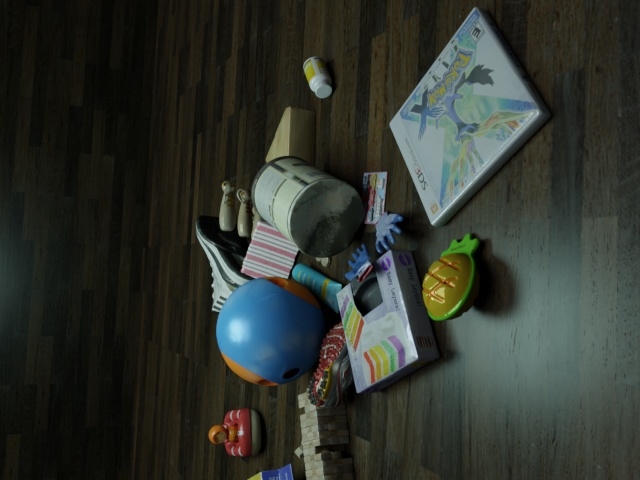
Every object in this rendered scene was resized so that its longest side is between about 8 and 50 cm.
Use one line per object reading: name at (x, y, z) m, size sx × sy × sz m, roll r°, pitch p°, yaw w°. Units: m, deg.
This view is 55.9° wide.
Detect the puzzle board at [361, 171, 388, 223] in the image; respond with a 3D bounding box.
puzzle board at (0.128, -0.104, 1.478) m, size 0.096 × 0.011 × 0.128 m, roll 7°, pitch 93°, yaw 60°

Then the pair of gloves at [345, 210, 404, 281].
pair of gloves at (0.121, 0.017, 1.370) m, size 0.198 × 0.023 × 0.159 m, roll -55°, pitch 13°, yaw 11°

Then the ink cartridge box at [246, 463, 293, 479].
ink cartridge box at (-0.146, 0.805, 1.663) m, size 0.307 × 0.072 × 0.303 m, roll 128°, pitch 139°, yaw -50°

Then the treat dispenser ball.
treat dispenser ball at (-0.130, 0.238, 1.601) m, size 0.288 × 0.288 × 0.288 m, roll -13°, pitch 75°, yaw 59°

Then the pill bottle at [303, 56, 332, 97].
pill bottle at (-0.005, -0.458, 1.703) m, size 0.065 × 0.065 × 0.116 m, roll -54°, pitch 41°, yaw 42°

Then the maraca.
maraca at (0.254, 0.070, 1.156) m, size 0.127 × 0.099 × 0.185 m, roll -26°, pitch 38°, yaw 54°

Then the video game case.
video game case at (0.277, -0.242, 1.213) m, size 0.329 × 0.036 × 0.299 m, roll -52°, pitch 44°, yaw 43°

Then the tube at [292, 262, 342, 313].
tube at (-0.003, 0.121, 1.646) m, size 0.207 × 0.052 × 0.080 m, roll 30°, pitch 123°, yaw 52°

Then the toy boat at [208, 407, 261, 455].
toy boat at (-0.287, 0.626, 1.956) m, size 0.231 × 0.151 × 0.150 m, roll -30°, pitch 61°, yaw 55°

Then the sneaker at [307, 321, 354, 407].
sneaker at (0.046, 0.305, 1.496) m, size 0.088 × 0.093 × 0.225 m, roll 15°, pitch 82°, yaw 59°

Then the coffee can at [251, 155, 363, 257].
coffee can at (-0.041, -0.094, 1.565) m, size 0.275 × 0.202 × 0.201 m, roll 38°, pitch 119°, yaw 58°

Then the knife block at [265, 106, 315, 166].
knife block at (-0.070, -0.214, 1.761) m, size 0.275 × 0.088 × 0.242 m, roll -63°, pitch 38°, yaw 33°

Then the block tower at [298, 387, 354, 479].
block tower at (0.017, 0.530, 1.504) m, size 0.097 × 0.091 × 0.335 m, roll -39°, pitch 53°, yaw 53°

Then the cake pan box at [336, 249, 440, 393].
cake pan box at (0.142, 0.181, 1.359) m, size 0.246 × 0.070 × 0.266 m, roll -42°, pitch 50°, yaw 47°

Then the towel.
towel at (-0.146, 0.040, 1.815) m, size 0.029 × 0.144 × 0.197 m, roll -79°, pitch 11°, yaw -62°

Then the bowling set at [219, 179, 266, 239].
bowling set at (-0.173, -0.090, 1.881) m, size 0.200 × 0.287 × 0.154 m, roll -1°, pitch 81°, yaw 15°

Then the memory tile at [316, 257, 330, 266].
memory tile at (0.000, 0.000, 1.684) m, size 0.148 × 0.012 × 0.113 m, roll 39°, pitch 120°, yaw 54°

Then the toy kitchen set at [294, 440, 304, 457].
toy kitchen set at (-0.028, 0.532, 1.602) m, size 0.083 × 0.068 × 0.075 m, roll 29°, pitch 111°, yaw 57°

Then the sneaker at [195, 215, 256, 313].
sneaker at (-0.366, 0.105, 2.147) m, size 0.447 × 0.169 × 0.257 m, roll 51°, pitch 127°, yaw 47°
